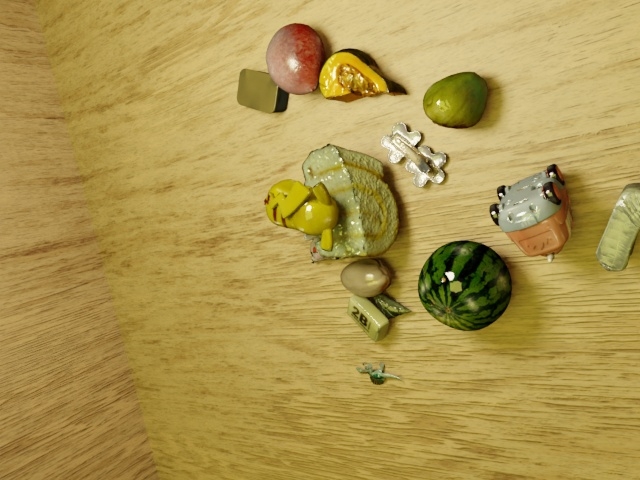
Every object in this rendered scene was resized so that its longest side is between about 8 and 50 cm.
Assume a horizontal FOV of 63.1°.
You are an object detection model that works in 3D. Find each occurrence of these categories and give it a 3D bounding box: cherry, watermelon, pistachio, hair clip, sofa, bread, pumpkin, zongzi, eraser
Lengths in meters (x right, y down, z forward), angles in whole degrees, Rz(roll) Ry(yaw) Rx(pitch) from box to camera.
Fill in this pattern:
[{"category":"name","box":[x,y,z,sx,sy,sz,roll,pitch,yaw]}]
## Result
[{"category":"cherry","box":[-0.092,-0.631,1.838,0.206,0.239,0.239,26,129,-24]},{"category":"watermelon","box":[0.445,0.140,1.621,0.285,0.285,0.285,10,107,34]},{"category":"pistachio","box":[0.168,0.137,1.911,0.215,0.143,0.144,-6,98,51]},{"category":"hair clip","box":[0.311,-0.283,1.745,0.257,0.075,0.146,49,122,23]},{"category":"sofa","box":[0.841,-0.026,1.344,0.176,0.210,0.226,23,111,28]},{"category":"bread","box":[0.120,-0.143,1.810,0.239,0.264,0.396,-6,98,49]},{"category":"pumpkin","box":[0.126,-0.521,1.770,0.280,0.139,0.190,49,121,19]},{"category":"zongzi","box":[0.264,0.229,1.911,0.119,0.055,0.109,-27,94,38]},{"category":"eraser","box":[0.177,0.288,1.954,0.172,0.058,0.117,45,146,30]}]

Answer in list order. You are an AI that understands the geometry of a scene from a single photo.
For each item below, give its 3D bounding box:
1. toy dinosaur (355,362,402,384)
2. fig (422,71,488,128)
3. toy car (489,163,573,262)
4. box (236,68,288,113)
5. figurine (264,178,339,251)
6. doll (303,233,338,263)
[{"category":"toy dinosaur","box":[0.223,0.528,2.035,0.187,0.044,0.106,24,129,15]},{"category":"fig","box":[0.411,-0.421,1.568,0.191,0.181,0.181,-47,73,11]},{"category":"toy car","box":[0.618,-0.069,1.474,0.180,0.270,0.212,-24,106,37]},{"category":"box","box":[-0.221,-0.584,2.034,0.200,0.090,0.145,22,114,30]},{"category":"figurine","box":[-0.055,-0.109,1.688,0.326,0.169,0.218,16,119,41]},{"category":"doll","box":[0.000,0.000,2.023,0.149,0.095,0.192,-3,102,42]}]
